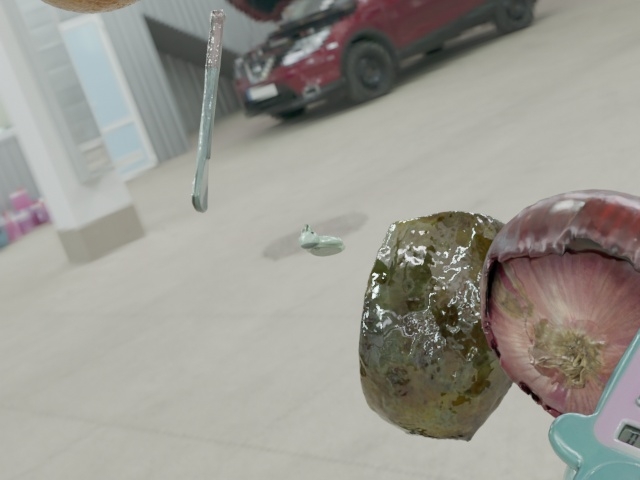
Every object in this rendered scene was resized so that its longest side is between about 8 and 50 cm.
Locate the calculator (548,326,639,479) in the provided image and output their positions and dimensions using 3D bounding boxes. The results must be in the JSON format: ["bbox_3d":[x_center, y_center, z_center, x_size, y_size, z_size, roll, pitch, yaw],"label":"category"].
[{"bbox_3d":[0.148,0.085,0.478,0.094,0.019,0.141,19,56,31],"label":"calculator"}]

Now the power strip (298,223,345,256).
[{"bbox_3d":[0.000,0.000,1.557,0.055,0.035,0.083,-16,-19,31],"label":"power strip"}]

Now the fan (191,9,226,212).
[{"bbox_3d":[-0.146,-0.174,1.470,0.023,0.282,0.057,1,-13,10],"label":"fan"}]

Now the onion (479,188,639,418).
[{"bbox_3d":[0.250,0.064,0.953,0.161,0.248,0.248,-30,15,-20],"label":"onion"}]

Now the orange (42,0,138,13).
[{"bbox_3d":[-0.207,-0.303,1.003,0.206,0.206,0.206,-19,13,5],"label":"orange"}]

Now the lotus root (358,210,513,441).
[{"bbox_3d":[0.162,0.116,1.558,0.210,0.314,0.142,0,-11,34],"label":"lotus root"}]

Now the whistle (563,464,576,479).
[{"bbox_3d":[0.334,0.309,1.362,0.289,0.164,0.163,-11,13,0],"label":"whistle"}]
